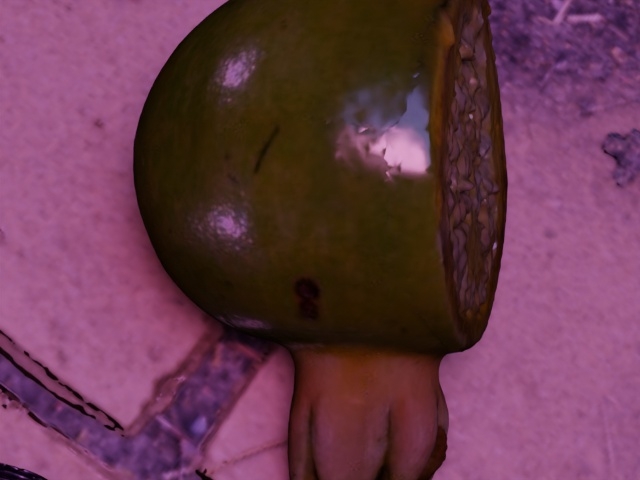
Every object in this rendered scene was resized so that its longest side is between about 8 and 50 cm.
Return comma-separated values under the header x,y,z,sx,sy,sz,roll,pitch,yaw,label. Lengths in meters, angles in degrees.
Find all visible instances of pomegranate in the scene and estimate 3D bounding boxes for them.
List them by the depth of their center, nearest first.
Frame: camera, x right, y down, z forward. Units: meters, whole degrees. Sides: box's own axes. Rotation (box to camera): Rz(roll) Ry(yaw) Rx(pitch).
x,y,z,sx,sy,sz,roll,pitch,yaw,label
0.002,-0.011,0.915,0.159,0.241,0.190,-2,33,16,pomegranate

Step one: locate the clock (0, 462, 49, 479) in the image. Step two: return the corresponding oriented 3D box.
x,y,z,sx,sy,sz,roll,pitch,yaw,label
-0.079,0.151,0.768,0.195,0.194,0.100,17,82,-11,clock
